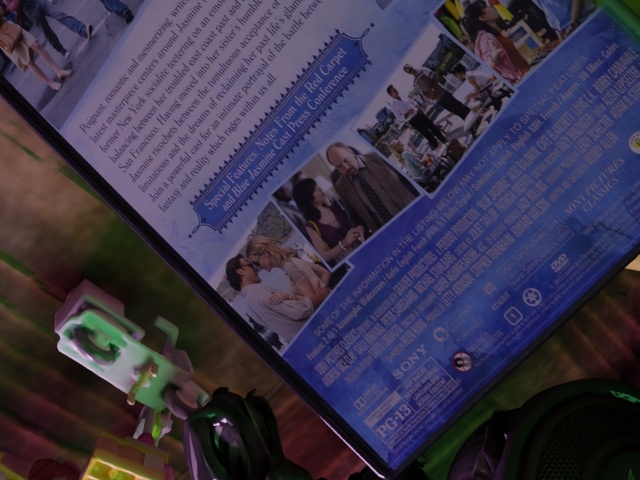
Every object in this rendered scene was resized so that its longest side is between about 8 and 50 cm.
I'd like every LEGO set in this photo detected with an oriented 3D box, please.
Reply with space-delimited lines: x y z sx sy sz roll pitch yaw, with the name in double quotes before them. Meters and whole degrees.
"LEGO set" -0.160 0.147 0.677 0.287 0.107 0.132 -42 103 10

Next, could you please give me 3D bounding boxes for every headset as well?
"headset" 0.075 0.139 0.738 0.243 0.185 0.394 -27 170 30

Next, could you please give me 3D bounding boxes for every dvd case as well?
"dvd case" -0.007 -0.060 0.473 0.180 0.253 0.022 -47 176 26

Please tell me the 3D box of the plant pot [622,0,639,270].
"plant pot" 0.155 -0.138 0.537 0.254 0.254 0.239 -9 114 -29
